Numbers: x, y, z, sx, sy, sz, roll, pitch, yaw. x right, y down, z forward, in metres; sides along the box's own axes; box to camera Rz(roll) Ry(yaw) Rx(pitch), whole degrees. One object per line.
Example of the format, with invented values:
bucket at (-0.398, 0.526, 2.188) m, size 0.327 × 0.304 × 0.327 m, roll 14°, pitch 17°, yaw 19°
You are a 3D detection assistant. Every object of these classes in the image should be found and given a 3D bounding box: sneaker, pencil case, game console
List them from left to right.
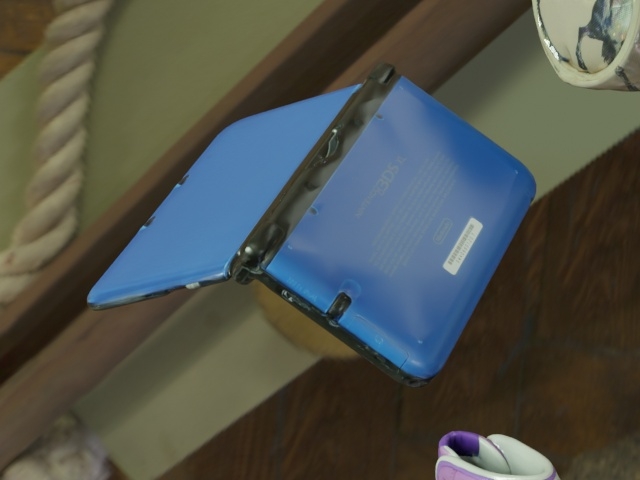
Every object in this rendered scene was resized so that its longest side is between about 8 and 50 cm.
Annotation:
game console at (0.000, 0.000, 1.502) m, size 0.250 × 0.293 × 0.173 m, roll 36°, pitch 133°, yaw -2°
sneaker at (0.115, 0.233, 1.505) m, size 0.282 × 0.102 × 0.161 m, roll -18°, pitch 92°, yaw 53°
pencil case at (0.392, -0.228, 1.673) m, size 0.410 × 0.160 × 0.183 m, roll -4°, pitch 107°, yaw -24°
